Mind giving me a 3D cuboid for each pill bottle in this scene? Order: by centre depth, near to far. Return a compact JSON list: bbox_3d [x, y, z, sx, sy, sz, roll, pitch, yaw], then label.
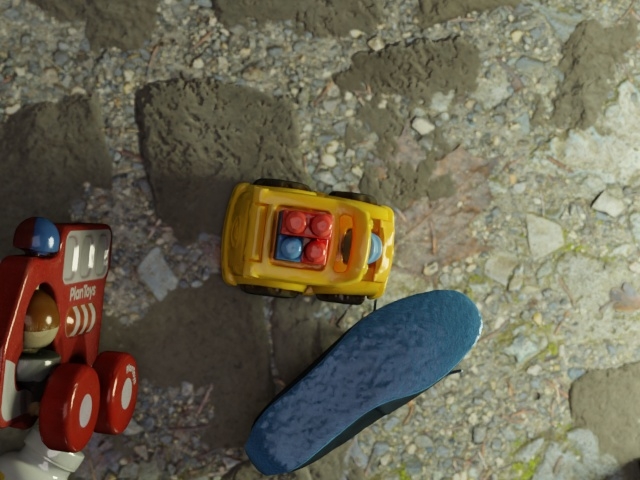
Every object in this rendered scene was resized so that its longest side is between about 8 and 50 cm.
[{"bbox_3d":[-0.367,0.321,1.482,0.103,0.103,0.184,34,85,-8],"label":"pill bottle"}]

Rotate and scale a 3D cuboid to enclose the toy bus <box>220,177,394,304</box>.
[{"bbox_3d":[0.000,0.000,1.508,0.220,0.211,0.149,8,86,-12],"label":"toy bus"}]

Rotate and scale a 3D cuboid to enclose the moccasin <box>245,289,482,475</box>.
[{"bbox_3d":[0.047,0.170,1.565,0.342,0.117,0.137,-30,82,-5],"label":"moccasin"}]

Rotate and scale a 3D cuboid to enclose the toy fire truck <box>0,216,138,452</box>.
[{"bbox_3d":[-0.319,0.099,1.409,0.169,0.302,0.254,5,91,11],"label":"toy fire truck"}]
